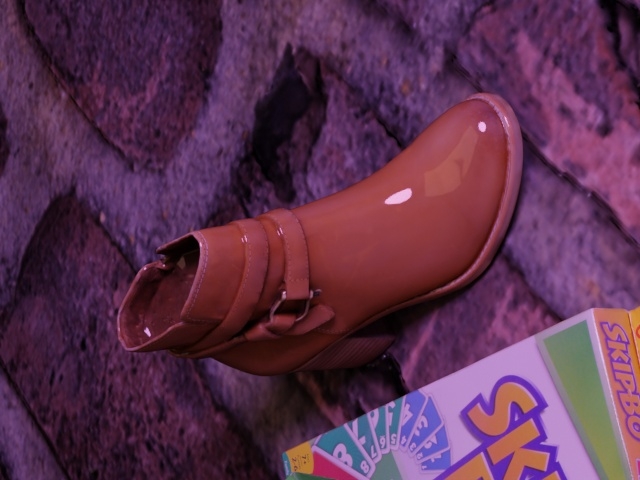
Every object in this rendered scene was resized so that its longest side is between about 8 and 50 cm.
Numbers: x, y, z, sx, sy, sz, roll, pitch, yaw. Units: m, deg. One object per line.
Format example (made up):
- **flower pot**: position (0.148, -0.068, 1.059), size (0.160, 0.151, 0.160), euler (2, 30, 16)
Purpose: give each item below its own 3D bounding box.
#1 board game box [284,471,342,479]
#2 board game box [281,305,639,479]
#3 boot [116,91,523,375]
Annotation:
- **board game box**: position (-0.035, 0.308, 0.836), size (0.316, 0.064, 0.242), euler (-51, 48, 18)
- **board game box**: position (0.079, 0.126, 0.848), size (0.259, 0.039, 0.124), euler (-29, 64, 42)
- **boot**: position (0.000, 0.000, 0.863), size (0.197, 0.152, 0.073), euler (-56, 47, 30)
